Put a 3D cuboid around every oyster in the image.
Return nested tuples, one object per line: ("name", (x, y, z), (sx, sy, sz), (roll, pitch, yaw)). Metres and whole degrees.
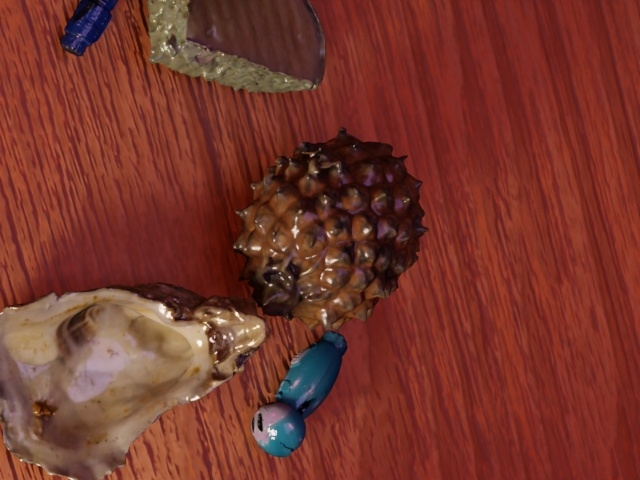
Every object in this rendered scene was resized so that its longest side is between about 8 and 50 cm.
("oyster", (-0.160, 0.099, 1.578), (0.233, 0.107, 0.161), (-18, 105, -18))

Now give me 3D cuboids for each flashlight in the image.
("flashlight", (-0.016, 0.136, 1.708), (0.051, 0.051, 0.129), (52, 55, -24))
("flashlight", (-0.176, -0.206, 1.600), (0.035, 0.057, 0.121), (34, 78, -32))

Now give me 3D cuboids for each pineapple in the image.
("pineapple", (0.000, 0.000, 1.647), (0.166, 0.166, 0.193), (57, 46, -21))

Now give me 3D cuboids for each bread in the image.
("bread", (-0.087, -0.198, 1.647), (0.232, 0.064, 0.172), (55, 45, -24))
